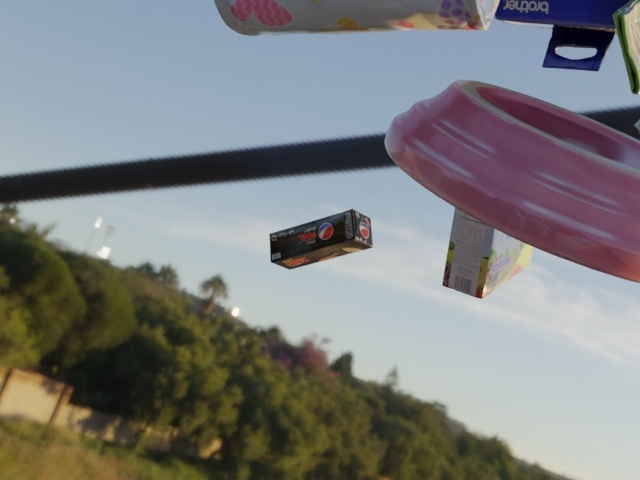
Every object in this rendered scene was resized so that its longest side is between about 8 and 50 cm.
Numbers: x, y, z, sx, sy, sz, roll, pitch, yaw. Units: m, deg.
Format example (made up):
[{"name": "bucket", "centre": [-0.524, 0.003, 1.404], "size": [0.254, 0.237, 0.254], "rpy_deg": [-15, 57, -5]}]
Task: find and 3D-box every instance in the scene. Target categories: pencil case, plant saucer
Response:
[{"name": "pencil case", "centre": [0.034, -0.256, 0.948], "size": [0.273, 0.124, 0.113], "rpy_deg": [4, 2, 21]}, {"name": "plant saucer", "centre": [0.227, -0.066, 0.946], "size": [0.332, 0.084, 0.332], "rpy_deg": [19, 19, -7]}]

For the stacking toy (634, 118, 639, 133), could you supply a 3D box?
[{"name": "stacking toy", "centre": [0.514, -0.156, 1.549], "size": [0.052, 0.167, 0.221], "rpy_deg": [48, 19, 25]}]

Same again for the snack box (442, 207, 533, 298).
[{"name": "snack box", "centre": [0.251, -0.043, 1.418], "size": [0.070, 0.207, 0.174], "rpy_deg": [17, 25, 29]}]

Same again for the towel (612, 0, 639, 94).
[{"name": "towel", "centre": [0.427, -0.264, 1.345], "size": [0.023, 0.113, 0.152], "rpy_deg": [-11, 16, 32]}]

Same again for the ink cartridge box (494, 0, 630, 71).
[{"name": "ink cartridge box", "centre": [0.434, -0.464, 1.576], "size": [0.270, 0.395, 0.151], "rpy_deg": [13, 14, 38]}]

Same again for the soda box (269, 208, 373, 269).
[{"name": "soda box", "centre": [0.000, 0.000, 1.654], "size": [0.169, 0.053, 0.060], "rpy_deg": [-15, -23, 31]}]
